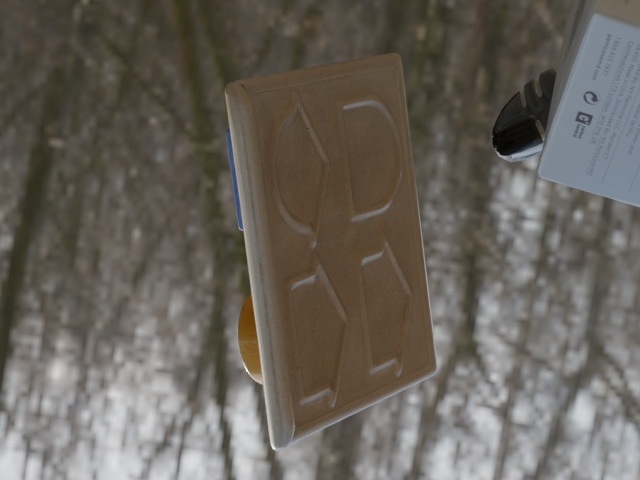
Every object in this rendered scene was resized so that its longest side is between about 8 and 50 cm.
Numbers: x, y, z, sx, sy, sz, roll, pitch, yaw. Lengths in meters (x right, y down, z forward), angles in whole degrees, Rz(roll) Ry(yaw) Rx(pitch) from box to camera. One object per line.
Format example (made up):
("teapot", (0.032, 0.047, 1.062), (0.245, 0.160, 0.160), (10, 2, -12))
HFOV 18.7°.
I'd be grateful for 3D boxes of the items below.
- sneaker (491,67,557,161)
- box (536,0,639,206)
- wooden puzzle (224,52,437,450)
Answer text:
("sneaker", (0.276, -0.115, 1.757), (0.132, 0.228, 0.086), (38, -150, -34))
("box", (0.367, -0.126, 1.528), (0.345, 0.168, 0.215), (17, -137, 2))
("wooden puzzle", (0.000, 0.000, 1.801), (0.080, 0.322, 0.348), (-3, -172, 27))
